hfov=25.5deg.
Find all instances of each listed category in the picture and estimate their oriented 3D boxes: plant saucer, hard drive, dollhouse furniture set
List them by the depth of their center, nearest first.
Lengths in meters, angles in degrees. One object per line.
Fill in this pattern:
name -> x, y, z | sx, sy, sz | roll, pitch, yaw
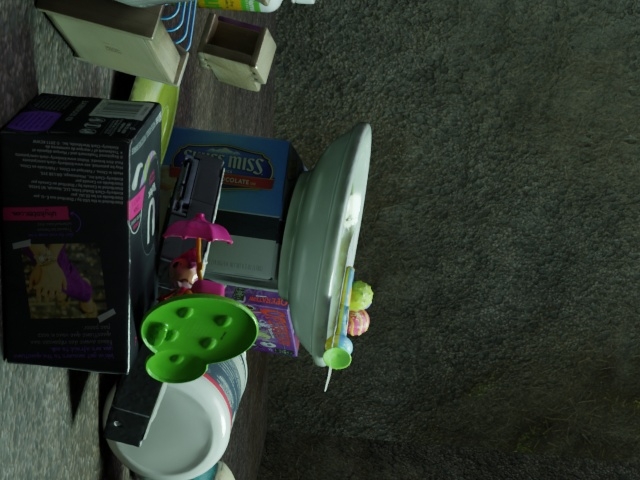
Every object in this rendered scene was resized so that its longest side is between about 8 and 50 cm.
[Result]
dollhouse furniture set -> -0.155, -0.351, 1.653 | 0.198, 0.286, 0.303 | 71, 35, -81
hard drive -> -0.207, 0.079, 1.883 | 0.237, 0.064, 0.339 | -85, -168, -52
plant saucer -> -0.248, -0.172, 2.073 | 0.241, 0.037, 0.241 | 13, 90, -88
plant saucer -> 0.000, 0.000, 2.283 | 0.400, 0.100, 0.400 | 9, 90, -85

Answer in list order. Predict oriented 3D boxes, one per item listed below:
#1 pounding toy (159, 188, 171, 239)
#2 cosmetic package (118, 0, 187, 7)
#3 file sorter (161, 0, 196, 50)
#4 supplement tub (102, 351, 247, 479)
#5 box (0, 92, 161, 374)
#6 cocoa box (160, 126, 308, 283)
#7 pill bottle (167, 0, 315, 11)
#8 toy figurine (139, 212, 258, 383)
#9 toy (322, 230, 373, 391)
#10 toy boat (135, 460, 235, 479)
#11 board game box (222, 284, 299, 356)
pounding toy -> -0.272, 0.020, 1.882 | 0.181, 0.094, 0.206 | -84, -167, -52
cosmetic package -> -0.218, -0.322, 1.424 | 0.238, 0.107, 0.127 | 6, 83, -61
file sorter -> -0.231, -0.333, 1.903 | 0.170, 0.104, 0.118 | 83, 13, -74
supplement tub -> -0.215, 0.227, 2.166 | 0.272, 0.191, 0.191 | -77, 170, -68
box -> -0.260, -0.010, 1.562 | 0.165, 0.143, 0.270 | -74, 169, -68
cocoa box -> -0.155, -0.047, 2.375 | 0.347, 0.231, 0.228 | 52, 46, -83
pill bottle -> -0.128, -0.435, 2.251 | 0.136, 0.246, 0.136 | 5, 90, -86
toy figurine -> -0.145, 0.053, 1.609 | 0.173, 0.130, 0.159 | 123, -28, -44
toy -> 0.050, 0.111, 2.189 | 0.237, 0.056, 0.137 | -72, 172, -53
toy boat -> -0.246, 0.422, 2.220 | 0.267, 0.148, 0.318 | -49, -172, 8
board game box -> -0.154, 0.160, 2.905 | 0.347, 0.208, 0.056 | 82, 12, -70
